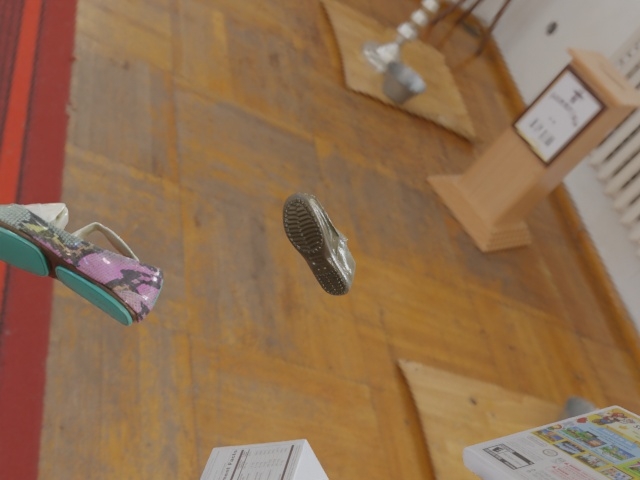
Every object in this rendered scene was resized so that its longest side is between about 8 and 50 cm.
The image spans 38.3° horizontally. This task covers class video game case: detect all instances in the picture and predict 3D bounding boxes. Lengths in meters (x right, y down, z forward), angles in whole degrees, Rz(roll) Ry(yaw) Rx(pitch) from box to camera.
[{"bbox_3d":[0.288,0.232,0.912,0.206,0.026,0.227,-10,12,-21],"label":"video game case"}]

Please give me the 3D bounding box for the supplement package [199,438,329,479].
[{"bbox_3d":[-0.056,0.422,1.176,0.262,0.145,0.204,64,28,-30],"label":"supplement package"}]

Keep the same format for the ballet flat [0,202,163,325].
[{"bbox_3d":[-0.257,0.008,0.929,0.221,0.077,0.079,26,58,8],"label":"ballet flat"}]

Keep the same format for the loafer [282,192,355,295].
[{"bbox_3d":[0.000,0.000,1.150,0.050,0.056,0.148,-54,128,-49],"label":"loafer"}]
